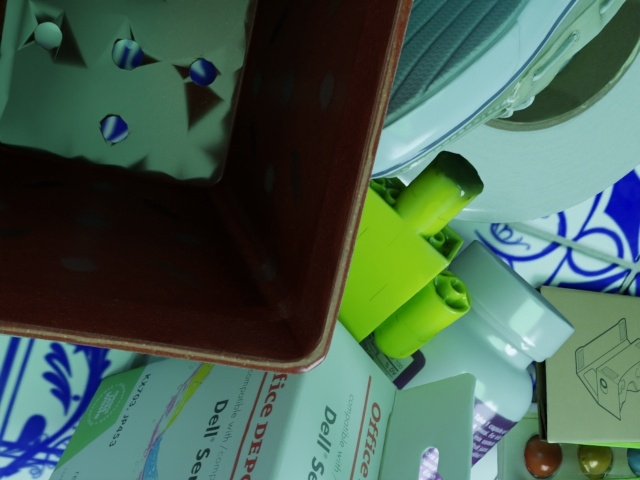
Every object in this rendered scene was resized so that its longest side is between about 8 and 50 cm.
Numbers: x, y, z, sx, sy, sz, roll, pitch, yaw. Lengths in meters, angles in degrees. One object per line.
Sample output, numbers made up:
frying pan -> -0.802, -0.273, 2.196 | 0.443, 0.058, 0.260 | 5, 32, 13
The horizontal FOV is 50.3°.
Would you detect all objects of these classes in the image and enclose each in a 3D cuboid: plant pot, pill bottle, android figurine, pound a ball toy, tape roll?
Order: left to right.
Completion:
plant pot -> -0.118, -0.109, 0.393 | 0.267, 0.236, 0.267 | 11, 102, -13
android figurine -> 0.000, 0.000, 0.565 | 0.248, 0.056, 0.273 | 42, 129, 2
pill bottle -> 0.095, 0.150, 0.670 | 0.169, 0.169, 0.301 | 36, 103, -28
tape roll -> 0.170, -0.201, 0.570 | 0.391, 0.072, 0.392 | -7, 118, -13
pound a ball toy -> 0.331, 0.301, 0.814 | 0.318, 0.135, 0.208 | 6, 79, -19

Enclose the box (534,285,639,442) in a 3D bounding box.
box -> 0.328, 0.141, 0.761 | 0.201, 0.021, 0.165 | 7, 74, -19

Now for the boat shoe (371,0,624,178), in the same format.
boat shoe -> 0.125, -0.133, 0.453 | 0.302, 0.109, 0.094 | -44, 127, -15

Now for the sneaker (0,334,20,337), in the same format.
sneaker -> -0.240, 0.030, 0.542 | 0.123, 0.106, 0.290 | -31, 140, 20

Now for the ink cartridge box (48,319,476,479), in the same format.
ink cartridge box -> -0.066, 0.185, 0.537 | 0.353, 0.207, 0.119 | -21, 124, 31
